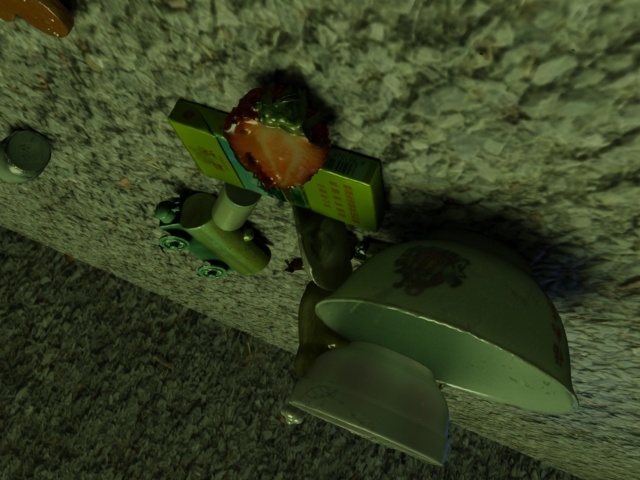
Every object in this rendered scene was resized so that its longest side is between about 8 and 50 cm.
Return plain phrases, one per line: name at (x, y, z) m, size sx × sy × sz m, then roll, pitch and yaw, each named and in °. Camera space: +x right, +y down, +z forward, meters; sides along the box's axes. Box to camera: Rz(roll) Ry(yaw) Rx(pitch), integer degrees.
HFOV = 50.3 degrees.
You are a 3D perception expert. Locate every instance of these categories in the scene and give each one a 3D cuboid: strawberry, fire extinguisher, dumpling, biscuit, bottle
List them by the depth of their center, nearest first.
biscuit at (-0.430, -0.345, 0.876) m, size 0.250 × 0.036 × 0.165 m, roll 30°, pitch 163°, yaw -8°
strawberry at (-0.052, -0.143, 0.900) m, size 0.140 × 0.085 × 0.192 m, roll -10°, pitch 150°, yaw 29°
dumpling at (0.000, 0.001, 1.173) m, size 0.092 × 0.177 × 0.150 m, roll -6°, pitch 180°, yaw 14°
bottle at (-0.160, -0.073, 1.291) m, size 0.072 × 0.072 × 0.201 m, roll 26°, pitch 163°, yaw -9°
fire extinguisher at (-0.065, 0.065, 1.637) m, size 0.032 × 0.046 × 0.100 m, roll 43°, pitch 156°, yaw -18°

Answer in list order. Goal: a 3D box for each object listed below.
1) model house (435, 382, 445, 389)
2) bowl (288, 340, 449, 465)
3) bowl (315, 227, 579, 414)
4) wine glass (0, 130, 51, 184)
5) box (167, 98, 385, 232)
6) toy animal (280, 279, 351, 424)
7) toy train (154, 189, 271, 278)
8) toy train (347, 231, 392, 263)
model house at (0.245, 0.203, 1.398) m, size 0.172 × 0.183 × 0.166 m, roll 35°, pitch 161°, yaw -28°
bowl at (0.100, 0.272, 1.190) m, size 0.286 × 0.144 × 0.287 m, roll 22°, pitch 163°, yaw 7°
bowl at (0.224, 0.105, 1.102) m, size 0.434 × 0.196 × 0.435 m, roll 22°, pitch 164°, yaw 6°
wine glass at (-0.702, -0.190, 1.591) m, size 0.111 × 0.111 × 0.204 m, roll 32°, pitch 157°, yaw -28°
box at (-0.063, -0.114, 1.076) m, size 0.334 × 0.047 × 0.187 m, roll 20°, pitch 164°, yaw 15°
toy animal at (0.020, 0.275, 1.674) m, size 0.180 × 0.363 × 0.181 m, roll 5°, pitch 164°, yaw 9°
toy train at (-0.239, -0.018, 1.541) m, size 0.189 × 0.127 × 0.307 m, roll -18°, pitch 147°, yaw 16°
toy train at (0.075, 0.022, 1.306) m, size 0.249 × 0.053 × 0.085 m, roll 16°, pitch 154°, yaw 26°
